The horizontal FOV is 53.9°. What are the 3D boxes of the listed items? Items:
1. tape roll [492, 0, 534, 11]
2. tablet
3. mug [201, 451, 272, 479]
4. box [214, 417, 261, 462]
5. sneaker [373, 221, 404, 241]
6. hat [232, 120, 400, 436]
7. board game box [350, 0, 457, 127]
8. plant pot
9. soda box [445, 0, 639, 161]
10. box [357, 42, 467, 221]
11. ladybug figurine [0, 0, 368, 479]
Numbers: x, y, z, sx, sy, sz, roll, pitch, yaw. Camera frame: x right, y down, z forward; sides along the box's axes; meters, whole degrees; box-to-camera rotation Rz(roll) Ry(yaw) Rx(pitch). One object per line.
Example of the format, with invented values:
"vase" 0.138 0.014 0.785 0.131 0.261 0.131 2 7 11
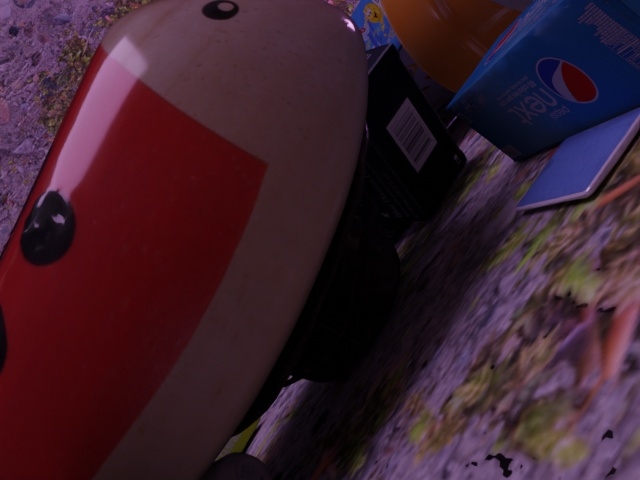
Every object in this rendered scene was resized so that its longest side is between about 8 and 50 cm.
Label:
"tape roll" 0.182 -0.310 0.439 0.246 0.246 0.169 -55 3 -23
"tablet" 0.133 -0.039 0.326 0.054 0.006 0.083 -53 3 -5
"mug" -0.063 0.188 0.440 0.064 0.078 0.062 -43 -27 22
"box" -0.140 0.275 0.702 0.109 0.042 0.178 -52 3 45
"sneaker" 0.103 -0.075 0.763 0.077 0.072 0.178 -34 22 50
"hat" -0.015 0.027 0.554 0.331 0.134 0.331 -44 33 39
"board game box" 0.129 -0.238 0.913 0.308 0.086 0.302 -20 -23 -43
"plant pot" 0.194 -0.282 0.644 0.188 0.205 0.205 -27 22 49
"soda box" 0.144 -0.108 0.359 0.071 0.067 0.210 -53 2 -4
"box" 0.038 -0.102 0.658 0.158 0.156 0.093 2 51 51
"ladybug figurine" -0.134 0.020 0.445 0.449 0.162 0.305 -62 26 8
